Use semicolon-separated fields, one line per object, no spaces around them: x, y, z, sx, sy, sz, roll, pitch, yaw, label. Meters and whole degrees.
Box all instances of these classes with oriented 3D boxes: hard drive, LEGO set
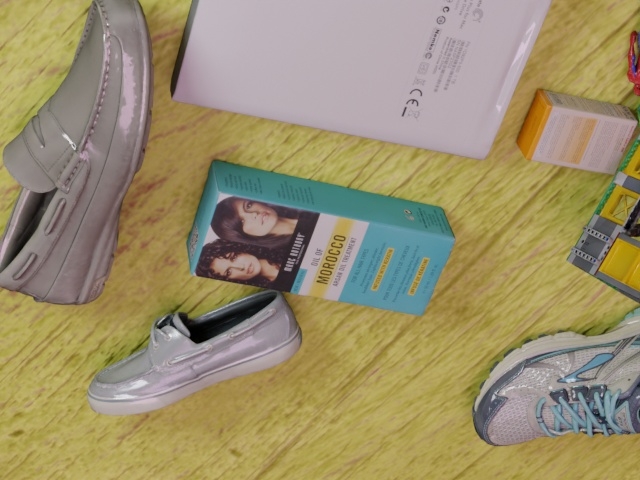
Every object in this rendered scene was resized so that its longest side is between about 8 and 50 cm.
0.039;-0.190;1.173;0.307;0.040;0.203;10;121;-16;hard drive
0.415;0.011;1.241;0.331;0.192;0.255;38;89;-31;LEGO set

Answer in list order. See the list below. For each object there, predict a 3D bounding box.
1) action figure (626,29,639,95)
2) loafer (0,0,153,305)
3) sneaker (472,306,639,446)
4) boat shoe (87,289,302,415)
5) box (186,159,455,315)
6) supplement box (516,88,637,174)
0.311;-0.185;1.235;0.038;0.030;0.115;0;129;-4;action figure
-0.223;-0.073;1.161;0.111;0.112;0.319;4;124;-24;loafer
0.299;0.159;1.409;0.283;0.122;0.110;-25;124;6;sneaker
-0.134;0.106;1.327;0.227;0.079;0.081;-19;116;-4;boat shoe
0.000;0.000;1.283;0.244;0.060;0.100;10;121;-17;box
0.249;-0.105;1.272;0.098;0.036;0.062;9;121;-16;supplement box
